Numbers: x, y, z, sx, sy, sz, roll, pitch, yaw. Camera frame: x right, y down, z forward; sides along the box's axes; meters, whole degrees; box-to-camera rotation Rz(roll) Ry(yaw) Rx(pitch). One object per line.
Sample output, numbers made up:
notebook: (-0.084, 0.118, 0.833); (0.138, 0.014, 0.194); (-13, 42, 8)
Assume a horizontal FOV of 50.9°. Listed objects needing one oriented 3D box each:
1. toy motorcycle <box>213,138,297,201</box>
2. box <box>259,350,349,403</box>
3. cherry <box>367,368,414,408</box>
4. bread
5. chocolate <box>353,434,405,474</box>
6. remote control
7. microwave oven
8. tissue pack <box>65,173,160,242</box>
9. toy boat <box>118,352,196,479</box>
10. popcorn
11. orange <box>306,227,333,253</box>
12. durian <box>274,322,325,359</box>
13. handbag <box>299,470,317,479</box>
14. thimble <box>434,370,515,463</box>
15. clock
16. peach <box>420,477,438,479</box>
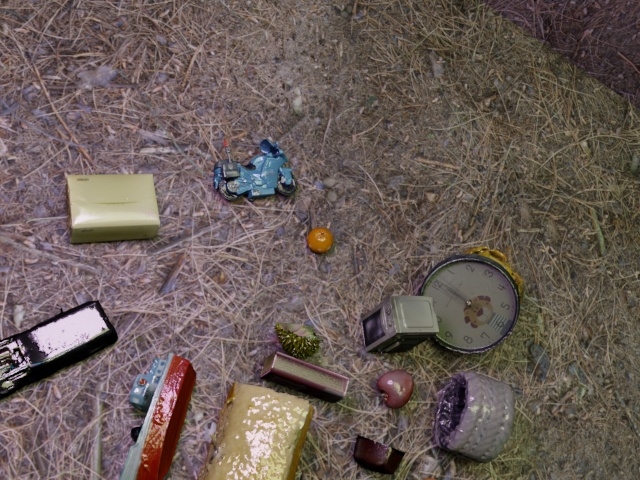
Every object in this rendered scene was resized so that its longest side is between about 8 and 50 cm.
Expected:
toy motorcycle: (-0.203, -0.217, 2.055); (0.272, 0.123, 0.182); (-9, 80, -27)
box: (-0.045, 0.376, 1.843); (0.224, 0.120, 0.069); (24, 63, -14)
cherry: (0.219, 0.425, 1.953); (0.106, 0.087, 0.126); (41, 60, -6)
bread: (-0.176, 0.550, 1.658); (0.236, 0.165, 0.375); (12, 60, 13)
chocolate: (0.165, 0.597, 1.838); (0.148, 0.125, 0.080); (26, 75, -15)
remote control: (-0.700, 0.270, 1.636); (0.398, 0.062, 0.145); (-27, 78, -31)
microwave oven: (0.230, 0.254, 1.970); (0.163, 0.205, 0.129); (4, 65, -21)
tissue pack: (-0.567, -0.088, 1.827); (0.234, 0.125, 0.159); (-3, 68, -24)
toy boat: (-0.415, 0.444, 1.640); (0.133, 0.145, 0.332); (9, 59, 6)
popcorn: (0.527, 0.138, 2.169); (0.250, 0.190, 0.250); (4, 51, -5)
orange: (0.000, 0.000, 2.069); (0.083, 0.070, 0.083); (9, 60, -16)
durian: (-0.063, 0.280, 1.845); (0.137, 0.220, 0.096); (7, 84, -7)
handbag: (-0.034, 0.733, 1.678); (0.182, 0.117, 0.270); (33, 61, -12)
thimble: (0.442, 0.508, 1.944); (0.157, 0.217, 0.246); (21, 76, -9)
clock: (0.455, 0.195, 2.059); (0.313, 0.312, 0.061); (50, 16, 4)
peach: (0.294, 0.731, 1.791); (0.184, 0.184, 0.184); (10, 63, -20)
